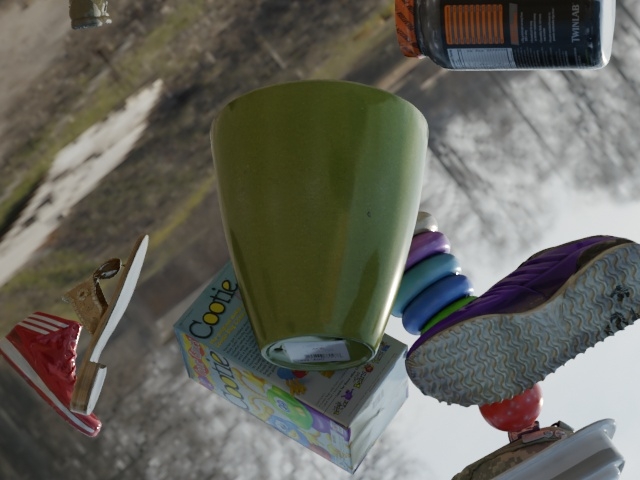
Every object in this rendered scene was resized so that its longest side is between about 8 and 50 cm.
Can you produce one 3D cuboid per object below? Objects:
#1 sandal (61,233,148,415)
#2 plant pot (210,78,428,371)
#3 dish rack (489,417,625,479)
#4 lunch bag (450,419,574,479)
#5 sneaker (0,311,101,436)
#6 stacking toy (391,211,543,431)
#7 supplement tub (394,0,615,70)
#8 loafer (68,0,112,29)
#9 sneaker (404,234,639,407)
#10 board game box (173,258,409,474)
[{"bbox_3d":[-0.289,0.092,1.600,0.088,0.079,0.240,98,8,-76],"label":"sandal"},{"bbox_3d":[0.000,0.000,1.564,0.275,0.293,0.274,-1,156,0],"label":"plant pot"},{"bbox_3d":[0.208,0.346,1.419,0.286,0.072,0.332,-26,150,-18],"label":"dish rack"},{"bbox_3d":[0.296,0.434,1.778,0.256,0.213,0.305,-42,-138,32],"label":"lunch bag"},{"bbox_3d":[-0.407,0.205,2.082,0.128,0.221,0.087,-45,-169,-14],"label":"sneaker"},{"bbox_3d":[0.187,0.123,1.783,0.141,0.330,0.141,-31,160,-13],"label":"stacking toy"},{"bbox_3d":[0.171,-0.216,1.192,0.191,0.117,0.117,3,-162,18],"label":"supplement tub"},{"bbox_3d":[-0.312,-0.315,1.739,0.056,0.050,0.148,-7,-166,-7],"label":"loafer"},{"bbox_3d":[0.227,0.080,1.414,0.293,0.102,0.146,-25,-163,2],"label":"sneaker"},{"bbox_3d":[-0.036,0.162,1.707,0.144,0.275,0.142,-50,155,-26],"label":"board game box"}]
